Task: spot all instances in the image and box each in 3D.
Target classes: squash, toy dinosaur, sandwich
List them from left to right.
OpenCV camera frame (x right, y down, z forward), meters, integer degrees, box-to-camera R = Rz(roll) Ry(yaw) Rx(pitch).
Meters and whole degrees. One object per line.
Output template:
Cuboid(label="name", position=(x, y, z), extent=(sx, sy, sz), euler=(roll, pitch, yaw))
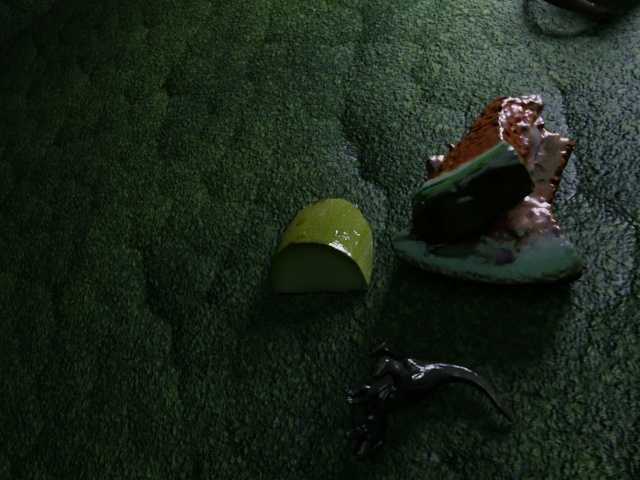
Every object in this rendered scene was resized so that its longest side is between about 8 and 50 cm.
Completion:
Cuboid(label="squash", position=(-0.009, -0.007, 0.703), extent=(0.191, 0.085, 0.184), euler=(-5, 65, 21))
Cuboid(label="toy dinosaur", position=(0.130, 0.230, 0.565), extent=(0.178, 0.087, 0.187), euler=(36, 102, -2))
Cuboid(label="sandwich", position=(0.252, -0.083, 0.575), extent=(0.250, 0.162, 0.301), euler=(14, 75, 25))

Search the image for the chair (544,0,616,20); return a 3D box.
Cuboid(label="chair", position=(0.512, -0.524, 0.680), extent=(0.188, 0.166, 0.272), euler=(59, 139, 32))
